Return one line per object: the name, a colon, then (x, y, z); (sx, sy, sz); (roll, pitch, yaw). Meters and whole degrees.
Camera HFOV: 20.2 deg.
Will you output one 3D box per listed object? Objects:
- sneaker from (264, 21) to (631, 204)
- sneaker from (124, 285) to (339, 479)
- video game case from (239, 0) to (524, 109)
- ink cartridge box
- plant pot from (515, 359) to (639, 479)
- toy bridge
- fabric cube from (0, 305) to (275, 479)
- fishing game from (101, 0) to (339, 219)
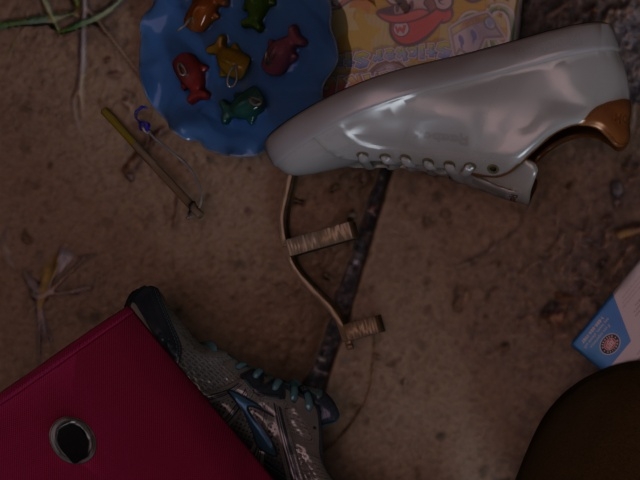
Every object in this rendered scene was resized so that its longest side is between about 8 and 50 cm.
sneaker: (0.102, -0.077, 1.404); (0.290, 0.106, 0.123); (-15, 84, 9)
sneaker: (-0.055, 0.145, 1.476); (0.122, 0.110, 0.283); (-35, 90, -3)
video game case: (0.054, -0.199, 1.484); (0.227, 0.026, 0.206); (8, 91, 11)
ink cartridge box: (0.301, 0.098, 1.411); (0.181, 0.061, 0.104); (40, 98, 10)
plant pot: (0.220, 0.237, 1.295); (0.237, 0.254, 0.237); (8, 108, 24)
toy bridge: (0.000, 0.000, 1.492); (0.063, 0.026, 0.188); (-16, 86, 13)
fabric cube: (-0.192, 0.256, 1.357); (0.258, 0.254, 0.259); (50, 137, 5)
fishing game: (-0.074, -0.163, 1.481); (0.264, 0.041, 0.189); (-44, 72, 17)
